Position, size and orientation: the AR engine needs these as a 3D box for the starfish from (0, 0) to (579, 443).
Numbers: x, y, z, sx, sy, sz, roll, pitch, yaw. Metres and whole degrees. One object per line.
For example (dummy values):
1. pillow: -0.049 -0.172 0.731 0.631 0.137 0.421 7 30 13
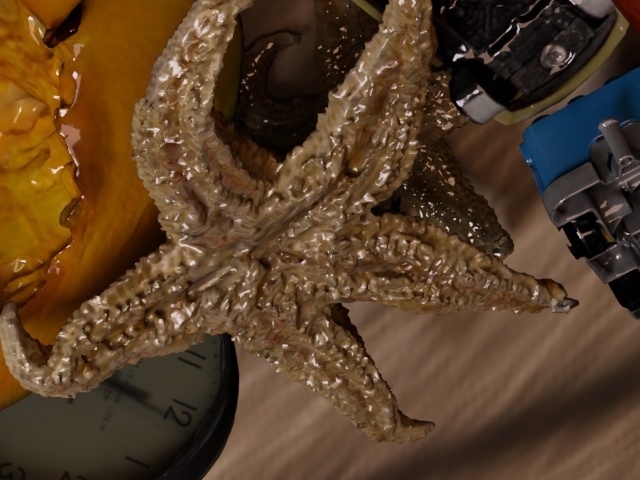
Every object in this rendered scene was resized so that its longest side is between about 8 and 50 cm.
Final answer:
1. starfish: -0.001 -0.002 0.877 0.299 0.060 0.302 -43 128 14

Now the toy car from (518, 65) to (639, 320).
1. toy car: 0.174 -0.035 0.927 0.097 0.100 0.191 -28 148 14

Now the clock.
1. clock: -0.136 0.071 0.947 0.184 0.184 0.040 2 153 -1

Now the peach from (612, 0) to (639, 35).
1. peach: 0.257 -0.185 0.761 0.308 0.308 0.332 -19 131 9

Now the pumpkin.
1. pumpkin: -0.157 -0.069 0.914 0.148 0.169 0.312 19 103 -52

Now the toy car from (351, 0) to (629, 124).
1. toy car: 0.037 -0.170 0.852 0.257 0.124 0.101 35 116 -27

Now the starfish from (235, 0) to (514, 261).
1. starfish: 0.033 -0.061 0.946 0.150 0.053 0.209 -17 115 4
